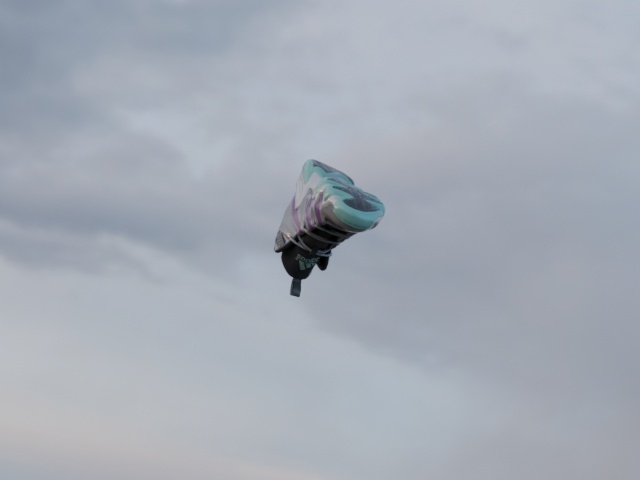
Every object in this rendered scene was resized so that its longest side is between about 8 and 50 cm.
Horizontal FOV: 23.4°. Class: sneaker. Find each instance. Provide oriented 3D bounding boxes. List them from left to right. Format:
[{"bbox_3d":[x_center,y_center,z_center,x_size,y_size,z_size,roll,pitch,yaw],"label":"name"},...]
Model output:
[{"bbox_3d":[0.000,0.000,0.815,0.038,0.069,0.098,23,8,-13],"label":"sneaker"}]
